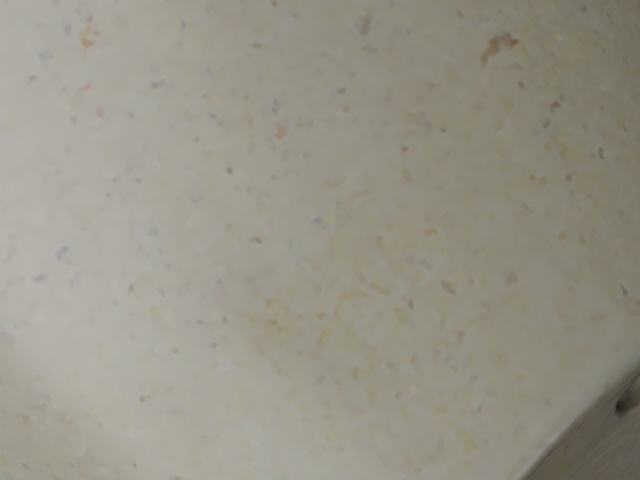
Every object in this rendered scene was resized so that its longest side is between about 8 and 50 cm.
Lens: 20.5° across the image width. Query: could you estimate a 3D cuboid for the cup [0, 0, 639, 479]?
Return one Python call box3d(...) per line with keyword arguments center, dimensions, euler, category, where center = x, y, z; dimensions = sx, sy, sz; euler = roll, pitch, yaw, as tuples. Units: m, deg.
box3d(center=(0.000, 0.000, 0.526), dimensions=(0.237, 0.331, 0.331), euler=(42, 153, 26), category="cup")
